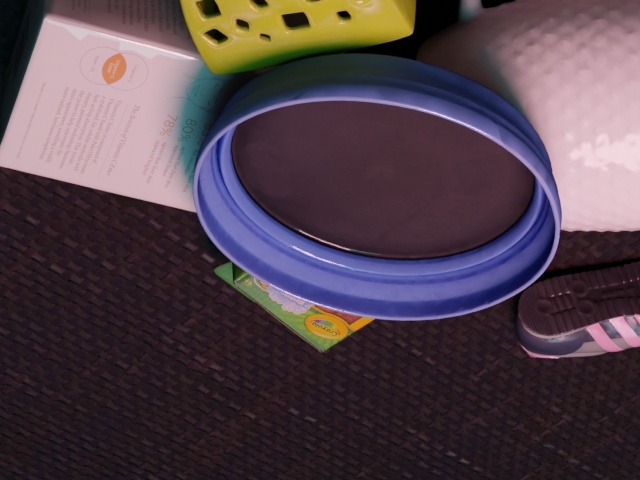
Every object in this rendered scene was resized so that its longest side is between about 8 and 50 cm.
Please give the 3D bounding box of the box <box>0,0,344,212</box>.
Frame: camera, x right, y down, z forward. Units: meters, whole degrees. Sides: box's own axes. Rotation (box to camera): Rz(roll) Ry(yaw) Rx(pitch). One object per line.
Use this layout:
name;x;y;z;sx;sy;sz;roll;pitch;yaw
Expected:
box;-0.169;-0.173;1.705;0.345;0.168;0.215;14;130;-19

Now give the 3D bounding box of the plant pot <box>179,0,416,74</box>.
plant pot;-0.042;-0.322;1.485;0.227;0.228;0.207;-9;151;18

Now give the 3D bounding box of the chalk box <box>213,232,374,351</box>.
chalk box;0.000;0.000;1.886;0.289;0.179;0.180;-35;128;23

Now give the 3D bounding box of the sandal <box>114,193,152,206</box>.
sandal;-0.173;-0.075;1.885;0.179;0.040;0.067;-13;134;4

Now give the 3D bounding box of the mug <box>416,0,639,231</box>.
mug;0.274;-0.193;1.708;0.328;0.276;0.374;-2;105;9

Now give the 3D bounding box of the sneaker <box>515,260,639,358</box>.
sneaker;0.427;0.102;2.113;0.319;0.112;0.131;-4;151;-1

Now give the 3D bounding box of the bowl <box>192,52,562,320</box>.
bowl;0.061;-0.051;1.610;0.391;0.077;0.391;8;145;5
